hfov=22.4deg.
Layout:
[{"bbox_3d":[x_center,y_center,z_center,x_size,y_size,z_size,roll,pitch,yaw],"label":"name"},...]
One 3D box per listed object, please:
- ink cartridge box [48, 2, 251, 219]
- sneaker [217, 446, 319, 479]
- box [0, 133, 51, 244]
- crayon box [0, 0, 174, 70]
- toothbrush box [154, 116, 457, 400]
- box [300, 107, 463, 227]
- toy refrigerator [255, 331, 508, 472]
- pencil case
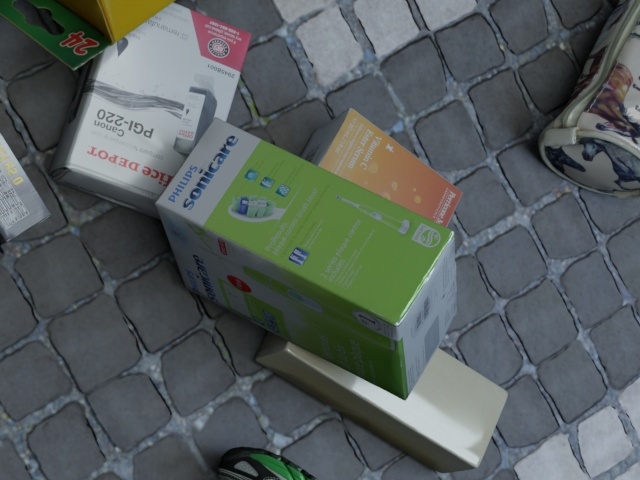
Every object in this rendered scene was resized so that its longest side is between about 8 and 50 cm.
[{"bbox_3d":[-0.186,-0.146,1.762,0.158,0.092,0.218,20,80,-19],"label":"ink cartridge box"},{"bbox_3d":[-0.014,0.374,1.757,0.146,0.134,0.343,-34,98,-21],"label":"sneaker"},{"bbox_3d":[-0.373,-0.099,1.631,0.056,0.183,0.231,-34,97,-22],"label":"box"},{"bbox_3d":[-0.205,-0.333,1.717,0.318,0.202,0.081,-40,145,-21],"label":"crayon box"},{"bbox_3d":[-0.009,0.022,1.671,0.283,0.206,0.122,28,69,17],"label":"toothbrush box"},{"bbox_3d":[0.053,-0.042,1.837,0.170,0.091,0.130,35,61,-15],"label":"box"},{"bbox_3d":[0.069,0.155,1.837,0.269,0.094,0.102,32,66,-17],"label":"toy refrigerator"},{"bbox_3d":[0.415,-0.243,1.979,0.183,0.160,0.410,38,72,-27],"label":"pencil case"}]
